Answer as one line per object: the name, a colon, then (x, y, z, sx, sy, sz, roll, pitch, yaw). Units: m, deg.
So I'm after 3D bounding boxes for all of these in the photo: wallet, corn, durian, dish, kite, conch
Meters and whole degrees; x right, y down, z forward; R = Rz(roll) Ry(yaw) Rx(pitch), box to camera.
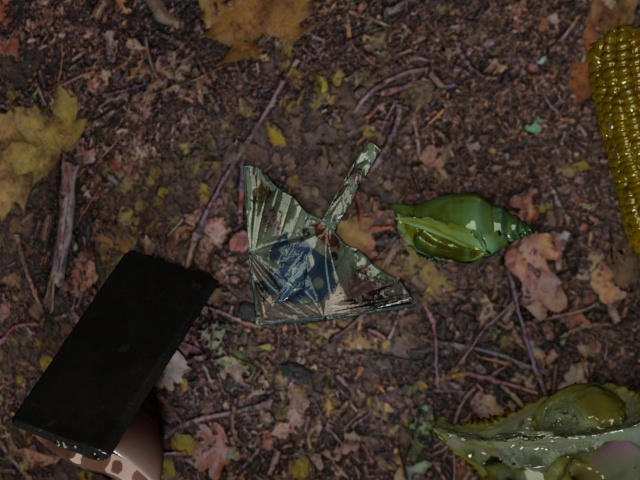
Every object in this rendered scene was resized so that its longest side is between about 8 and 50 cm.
wallet: (-0.287, 0.157, 1.460, 0.171, 0.044, 0.321, 13, 54, 25)
corn: (0.399, -0.116, 1.252, 0.102, 0.102, 0.312, -15, 83, 21)
durian: (0.292, 0.259, 1.247, 0.306, 0.166, 0.172, -4, 84, 32)
dish: (-0.320, 0.284, 1.514, 0.213, 0.213, 0.090, 13, 60, 22)
kite: (0.000, 0.000, 1.458, 0.335, 0.011, 0.314, 38, 101, 18)
conch: (0.185, -0.016, 1.350, 0.201, 0.079, 0.094, -6, 99, 39)
